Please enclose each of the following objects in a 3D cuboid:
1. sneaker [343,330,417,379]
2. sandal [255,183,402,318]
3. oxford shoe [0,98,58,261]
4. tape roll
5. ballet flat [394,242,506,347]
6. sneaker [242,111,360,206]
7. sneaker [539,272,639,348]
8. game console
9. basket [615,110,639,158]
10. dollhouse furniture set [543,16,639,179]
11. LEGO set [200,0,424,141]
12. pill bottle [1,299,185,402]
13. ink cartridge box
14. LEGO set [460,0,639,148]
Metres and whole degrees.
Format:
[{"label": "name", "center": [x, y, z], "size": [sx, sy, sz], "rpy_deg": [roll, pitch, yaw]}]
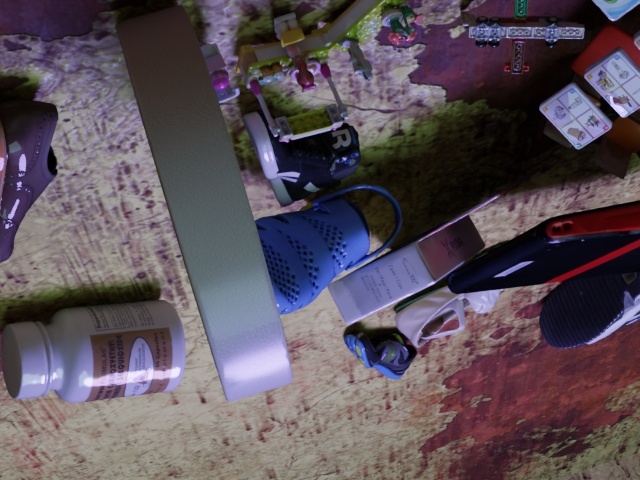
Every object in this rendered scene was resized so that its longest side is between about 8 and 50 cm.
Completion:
[{"label": "sneaker", "center": [0.102, 0.179, 2.326], "size": [0.078, 0.067, 0.188], "rpy_deg": [-48, 146, 10]}, {"label": "sandal", "center": [0.000, 0.000, 1.709], "size": [0.138, 0.126, 0.317], "rpy_deg": [-23, -172, 32]}, {"label": "oxford shoe", "center": [-0.333, -0.055, 1.512], "size": [0.098, 0.097, 0.271], "rpy_deg": [-14, 155, -23]}, {"label": "tape roll", "center": [-0.114, -0.035, 1.358], "size": [0.072, 0.392, 0.392], "rpy_deg": [-17, 155, -6]}, {"label": "ballet flat", "center": [0.228, 0.096, 2.206], "size": [0.248, 0.086, 0.086], "rpy_deg": [-35, 150, 30]}, {"label": "sneaker", "center": [-0.016, -0.117, 1.632], "size": [0.121, 0.079, 0.217], "rpy_deg": [-22, 163, 0]}, {"label": "sneaker", "center": [0.526, 0.093, 2.354], "size": [0.146, 0.122, 0.330], "rpy_deg": [13, 141, -45]}, {"label": "game console", "center": [0.378, -0.002, 1.831], "size": [0.342, 0.060, 0.386], "rpy_deg": [-6, 169, -15]}, {"label": "basket", "center": [0.526, -0.171, 1.802], "size": [0.227, 0.154, 0.204], "rpy_deg": [-34, 155, 22]}, {"label": "dollhouse furniture set", "center": [0.420, -0.163, 1.614], "size": [0.259, 0.135, 0.262], "rpy_deg": [30, 137, -5]}, {"label": "LEGO set", "center": [0.020, -0.191, 1.443], "size": [0.287, 0.107, 0.132], "rpy_deg": [-23, 159, 3]}, {"label": "pill bottle", "center": [-0.312, 0.154, 1.897], "size": [0.229, 0.131, 0.131], "rpy_deg": [-4, 151, -28]}, {"label": "ink cartridge box", "center": [0.173, 0.005, 1.869], "size": [0.261, 0.066, 0.296], "rpy_deg": [-28, 179, 21]}, {"label": "LEGO set", "center": [0.278, -0.234, 1.516], "size": [0.182, 0.060, 0.244], "rpy_deg": [-36, 118, 28]}]
